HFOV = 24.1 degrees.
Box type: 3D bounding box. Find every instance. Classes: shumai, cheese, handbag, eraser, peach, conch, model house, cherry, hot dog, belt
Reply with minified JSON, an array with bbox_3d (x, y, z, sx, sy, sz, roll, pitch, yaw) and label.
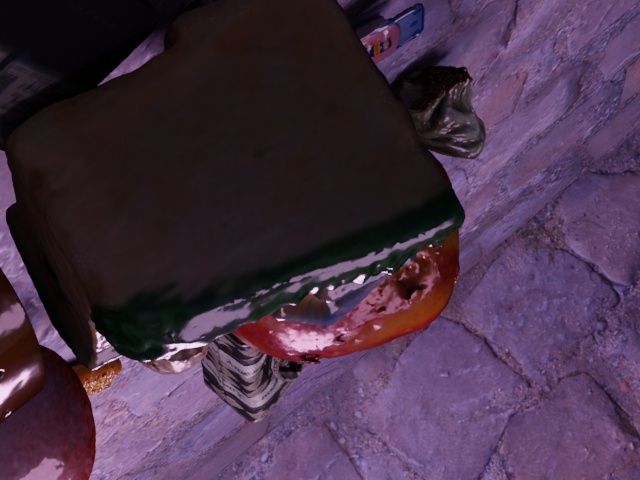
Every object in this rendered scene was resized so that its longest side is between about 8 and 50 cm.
[{"bbox_3d":[0.170,-0.213,2.325,0.184,0.184,0.142,11,97,-71],"label":"shumai"},{"bbox_3d":[0.015,-0.215,1.932,0.286,0.074,0.189,-33,165,-8],"label":"cheese"},{"bbox_3d":[-0.060,0.113,2.559,0.317,0.180,0.416,-44,164,-17],"label":"handbag"},{"bbox_3d":[0.058,-0.261,2.022,0.063,0.027,0.085,-31,163,-25],"label":"eraser"},{"bbox_3d":[0.000,0.000,2.206,0.416,0.353,0.339,5,145,-7],"label":"peach"},{"bbox_3d":[-0.221,0.140,2.293,0.155,0.130,0.207,-41,171,-24],"label":"conch"},{"bbox_3d":[-0.106,-0.023,1.562,0.382,0.335,0.343,-25,163,-17],"label":"model house"},{"bbox_3d":[-0.405,0.264,1.994,0.239,0.239,0.206,-34,166,-24],"label":"cherry"},{"bbox_3d":[-0.372,0.217,2.305,0.071,0.045,0.165,-47,165,31],"label":"hot dog"},{"bbox_3d":[-0.401,0.098,1.566,0.122,0.217,0.339,-40,163,-25],"label":"belt"}]

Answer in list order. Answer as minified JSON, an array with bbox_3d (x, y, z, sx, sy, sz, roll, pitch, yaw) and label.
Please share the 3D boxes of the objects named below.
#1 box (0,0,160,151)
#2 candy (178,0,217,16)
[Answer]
[{"bbox_3d":[-0.291,-0.183,1.330,0.211,0.058,0.350,-42,166,9],"label":"box"},{"bbox_3d":[-0.136,-0.201,1.672,0.094,0.051,0.226,-33,163,-38],"label":"candy"}]
